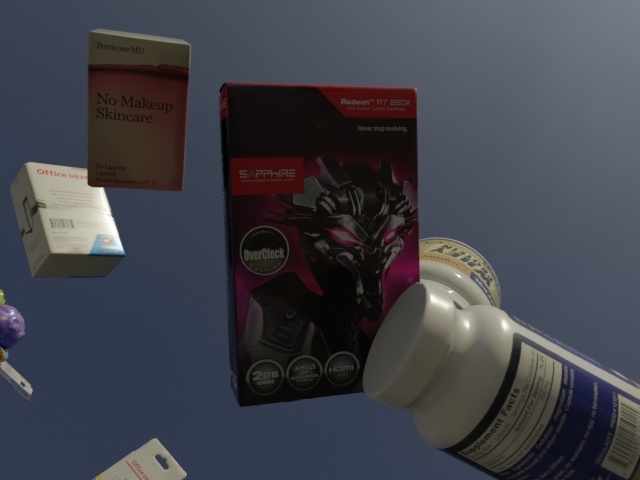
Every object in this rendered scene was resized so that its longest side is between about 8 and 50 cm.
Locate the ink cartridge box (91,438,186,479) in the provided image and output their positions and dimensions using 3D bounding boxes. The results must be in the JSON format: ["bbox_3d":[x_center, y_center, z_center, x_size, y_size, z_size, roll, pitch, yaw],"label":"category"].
[{"bbox_3d":[-0.309,0.411,0.915,0.181,0.104,0.061,-30,-45,-33],"label":"ink cartridge box"}]

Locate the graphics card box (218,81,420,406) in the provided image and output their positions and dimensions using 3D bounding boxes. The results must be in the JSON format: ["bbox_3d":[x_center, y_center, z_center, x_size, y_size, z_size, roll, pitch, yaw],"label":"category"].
[{"bbox_3d":[0.000,0.000,0.707,0.233,0.094,0.371,-2,-85,-16],"label":"graphics card box"}]

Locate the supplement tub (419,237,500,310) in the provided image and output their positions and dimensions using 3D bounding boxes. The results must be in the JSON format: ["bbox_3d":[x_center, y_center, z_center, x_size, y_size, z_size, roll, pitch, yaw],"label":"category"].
[{"bbox_3d":[0.185,0.129,0.985,0.228,0.316,0.228,4,-78,17],"label":"supplement tub"}]

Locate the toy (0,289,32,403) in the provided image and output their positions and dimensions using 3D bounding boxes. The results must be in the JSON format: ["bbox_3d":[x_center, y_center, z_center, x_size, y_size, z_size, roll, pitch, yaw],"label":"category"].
[{"bbox_3d":[-0.365,0.057,0.600,0.056,0.137,0.237,-45,-76,-22],"label":"toy"}]

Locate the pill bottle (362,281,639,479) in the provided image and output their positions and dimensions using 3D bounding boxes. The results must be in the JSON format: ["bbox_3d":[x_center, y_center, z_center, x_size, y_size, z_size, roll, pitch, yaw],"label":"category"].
[{"bbox_3d":[0.185,0.157,0.581,0.265,0.153,0.153,29,-76,-5],"label":"pill bottle"}]

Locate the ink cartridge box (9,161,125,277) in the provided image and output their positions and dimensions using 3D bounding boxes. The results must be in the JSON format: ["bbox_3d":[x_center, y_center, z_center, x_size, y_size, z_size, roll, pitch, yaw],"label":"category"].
[{"bbox_3d":[-0.478,-0.036,1.096,0.086,0.148,0.203,-41,-117,31],"label":"ink cartridge box"}]

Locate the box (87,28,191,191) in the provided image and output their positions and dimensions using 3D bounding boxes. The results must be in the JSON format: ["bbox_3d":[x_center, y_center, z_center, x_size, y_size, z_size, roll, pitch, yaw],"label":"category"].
[{"bbox_3d":[-0.290,-0.206,0.926,0.149,0.127,0.232,2,-70,-17],"label":"box"}]
